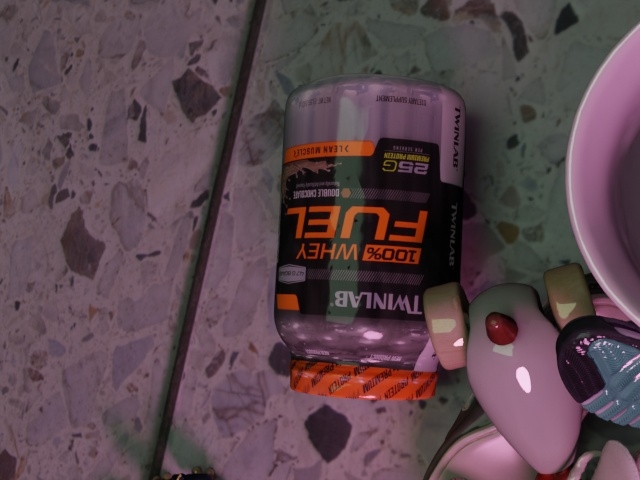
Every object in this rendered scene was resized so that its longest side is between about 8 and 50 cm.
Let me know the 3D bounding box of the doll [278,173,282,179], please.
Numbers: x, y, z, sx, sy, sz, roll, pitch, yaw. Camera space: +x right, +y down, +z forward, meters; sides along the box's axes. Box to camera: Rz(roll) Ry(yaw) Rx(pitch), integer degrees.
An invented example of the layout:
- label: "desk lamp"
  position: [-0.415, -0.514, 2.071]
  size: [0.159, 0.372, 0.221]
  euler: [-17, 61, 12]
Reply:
- label: "doll"
  position: [0.000, 0.000, 1.162]
  size: [0.129, 0.046, 0.189]
  euler: [-20, 80, 22]

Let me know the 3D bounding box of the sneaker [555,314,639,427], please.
- label: "sneaker"
  position: [0.267, 0.101, 0.766]
  size: [0.083, 0.223, 0.098]
  euler: [-43, 33, 29]

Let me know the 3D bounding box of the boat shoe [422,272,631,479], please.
- label: "boat shoe"
  position: [0.219, 0.178, 0.980]
  size: [0.112, 0.095, 0.335]
  euler: [31, 110, -4]

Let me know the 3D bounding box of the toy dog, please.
- label: "toy dog"
  position: [0.196, 0.170, 0.816]
  size: [0.220, 0.161, 0.334]
  euler: [-37, 77, 15]

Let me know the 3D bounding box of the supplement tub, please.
- label: "supplement tub"
  position: [0.055, 0.000, 1.028]
  size: [0.207, 0.207, 0.338]
  euler: [-1, 85, 34]

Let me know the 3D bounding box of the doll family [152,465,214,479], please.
- label: "doll family"
  position: [-0.201, 0.343, 1.224]
  size: [0.193, 0.111, 0.076]
  euler: [-21, 73, 31]

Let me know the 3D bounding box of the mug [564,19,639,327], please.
- label: "mug"
  position: [0.383, 0.007, 0.723]
  size: [0.276, 0.328, 0.374]
  euler: [-23, 76, 25]
